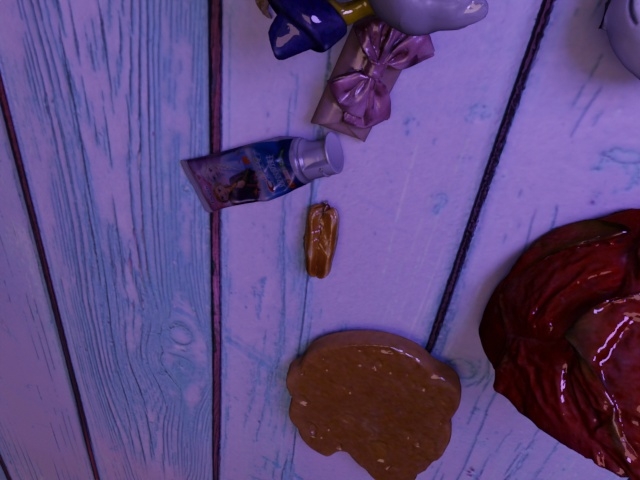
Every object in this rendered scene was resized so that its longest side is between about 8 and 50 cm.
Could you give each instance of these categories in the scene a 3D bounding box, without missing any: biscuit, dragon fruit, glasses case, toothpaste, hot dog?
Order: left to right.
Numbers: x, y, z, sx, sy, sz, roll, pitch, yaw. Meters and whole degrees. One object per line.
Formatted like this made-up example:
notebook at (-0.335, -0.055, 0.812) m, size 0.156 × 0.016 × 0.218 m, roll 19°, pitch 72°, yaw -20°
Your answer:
toothpaste at (-0.094, -0.101, 0.656) m, size 0.266 × 0.061 × 0.096 m, roll -8°, pitch 117°, yaw 29°
hot dog at (0.000, 0.000, 0.688) m, size 0.056 × 0.041 × 0.133 m, roll 12°, pitch 114°, yaw 12°
biscuit at (0.088, 0.308, 0.818) m, size 0.312 × 0.057 × 0.351 m, roll 7°, pitch 119°, yaw 15°
glasses case at (0.066, -0.201, 0.529) m, size 0.102 × 0.070 × 0.193 m, roll 29°, pitch 123°, yaw 0°
dragon fruit at (0.375, 0.130, 0.504) m, size 0.240 × 0.330 × 0.302 m, roll 12°, pitch 122°, yaw -14°

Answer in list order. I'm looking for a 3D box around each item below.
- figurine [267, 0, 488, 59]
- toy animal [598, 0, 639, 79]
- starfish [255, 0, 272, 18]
figurine at (0.135, -0.285, 0.377) m, size 0.421 × 0.154 × 0.193 m, roll -26°, pitch 69°, yaw 4°
toy animal at (0.361, -0.210, 0.384) m, size 0.179 × 0.138 × 0.166 m, roll -31°, pitch 89°, yaw 25°
starfish at (-0.089, -0.400, 0.488) m, size 0.236 × 0.062 × 0.277 m, roll 16°, pitch 127°, yaw 16°
